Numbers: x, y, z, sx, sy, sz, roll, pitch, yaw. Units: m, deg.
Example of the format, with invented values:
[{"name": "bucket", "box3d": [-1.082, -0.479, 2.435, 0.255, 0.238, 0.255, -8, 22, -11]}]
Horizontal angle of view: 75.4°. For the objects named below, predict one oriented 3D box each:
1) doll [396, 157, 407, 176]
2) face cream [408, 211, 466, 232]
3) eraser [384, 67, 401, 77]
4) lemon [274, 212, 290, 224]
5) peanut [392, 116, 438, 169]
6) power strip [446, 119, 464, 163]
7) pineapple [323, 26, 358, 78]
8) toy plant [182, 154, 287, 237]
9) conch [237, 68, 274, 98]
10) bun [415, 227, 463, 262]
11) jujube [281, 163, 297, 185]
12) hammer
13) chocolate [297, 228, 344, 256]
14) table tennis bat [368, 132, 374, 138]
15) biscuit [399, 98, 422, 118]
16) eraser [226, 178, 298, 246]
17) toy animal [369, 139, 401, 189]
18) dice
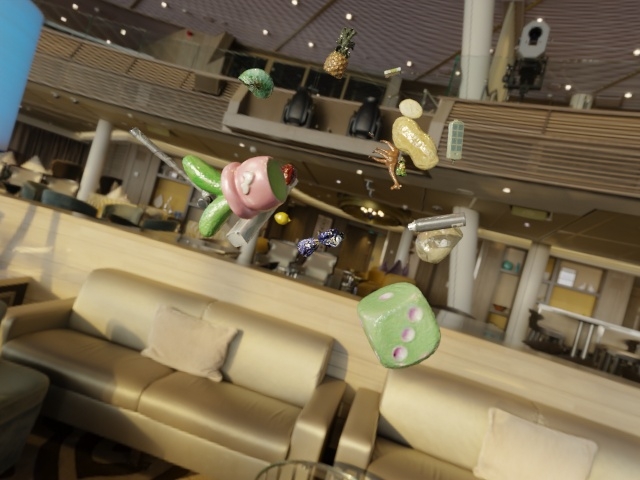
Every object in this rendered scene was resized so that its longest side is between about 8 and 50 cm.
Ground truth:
[{"name": "doll", "box3d": [0.480, -0.442, 2.515, 0.076, 0.113, 0.078, -9, 0, 40]}, {"name": "face cream", "box3d": [0.595, -0.088, 2.115, 0.283, 0.073, 0.073, -8, -8, 17]}, {"name": "eraser", "box3d": [0.379, -0.881, 2.170, 0.083, 0.019, 0.038, -12, -11, 10]}, {"name": "lemon", "box3d": [-0.206, -0.119, 2.258, 0.092, 0.065, 0.065, 17, 0, 1]}, {"name": "peanut", "box3d": [0.449, -0.462, 1.969, 0.313, 0.149, 0.149, 54, 17, 24]}, {"name": "power strip", "box3d": [0.695, -0.507, 2.135, 0.079, 0.227, 0.029, -2, 10, -21]}, {"name": "pineapple", "box3d": [0.113, -0.986, 2.172, 0.128, 0.248, 0.128, 24, 17, -8]}, {"name": "toy plant", "box3d": [-0.311, -0.199, 1.512, 0.356, 0.317, 0.210, -13, 1, 26]}, {"name": "conch", "box3d": [-0.341, -0.857, 2.259, 0.175, 0.122, 0.188, 5, -14, 13]}, {"name": "bun", "box3d": [0.672, 0.005, 2.424, 0.204, 0.282, 0.281, 40, 4, 10]}, {"name": "jujube", "box3d": [-0.135, -0.270, 1.709, 0.077, 0.077, 0.129, 16, 25, -4]}, {"name": "hammer", "box3d": [-0.604, -0.304, 1.703, 0.427, 0.044, 0.152, 42, 27, -16]}, {"name": "chocolate", "box3d": [0.005, 0.000, 2.604, 0.343, 0.149, 0.126, -22, -33, 39]}, {"name": "table tennis bat", "box3d": [0.320, -0.656, 2.579, 0.050, 0.007, 0.083, 42, 4, -7]}, {"name": "biscuit", "box3d": [0.551, -0.800, 2.517, 0.152, 0.152, 0.020, 16, -25, -5]}, {"name": "eraser", "box3d": [-0.267, -0.149, 1.916, 0.082, 0.397, 0.213, 45, -25, -19]}, {"name": "toy animal", "box3d": [0.349, -0.381, 2.094, 0.229, 0.224, 0.066, 34, -19, 10]}, {"name": "dice", "box3d": [0.380, 0.416, 2.036, 0.322, 0.331, 0.318, -22, 12, -4]}]
